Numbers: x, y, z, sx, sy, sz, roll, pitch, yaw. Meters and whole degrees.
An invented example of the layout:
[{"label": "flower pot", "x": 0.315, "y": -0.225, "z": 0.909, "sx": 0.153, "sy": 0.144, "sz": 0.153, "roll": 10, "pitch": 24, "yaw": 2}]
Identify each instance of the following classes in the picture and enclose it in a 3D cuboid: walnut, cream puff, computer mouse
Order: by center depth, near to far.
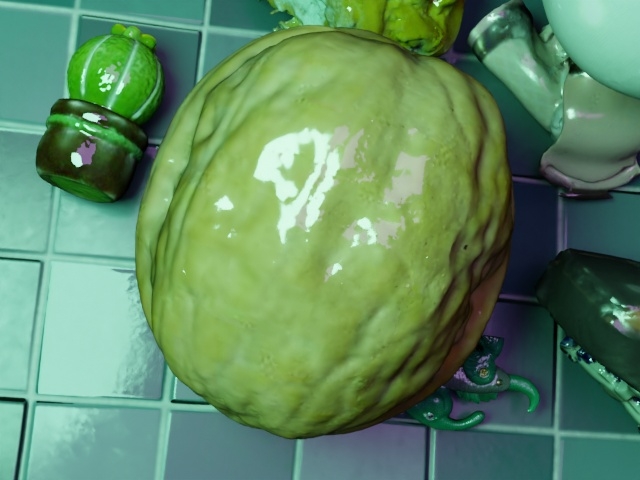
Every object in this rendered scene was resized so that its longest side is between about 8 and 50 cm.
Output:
[{"label": "walnut", "x": 0.003, "y": 0.001, "z": 0.750, "sx": 0.306, "sy": 0.306, "sz": 0.344, "roll": 28, "pitch": 103, "yaw": -2}, {"label": "computer mouse", "x": 0.350, "y": 0.101, "z": 0.838, "sx": 0.323, "sy": 0.183, "sz": 0.116, "roll": 35, "pitch": 102, "yaw": -1}, {"label": "cream puff", "x": 0.045, "y": -0.259, "z": 0.868, "sx": 0.195, "sy": 0.195, "sz": 0.221, "roll": -34, "pitch": 91, "yaw": -11}]

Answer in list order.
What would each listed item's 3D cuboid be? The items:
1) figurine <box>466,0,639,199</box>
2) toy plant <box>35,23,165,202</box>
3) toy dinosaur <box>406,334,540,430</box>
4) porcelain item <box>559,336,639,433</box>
[{"label": "figurine", "x": 0.302, "y": -0.197, "z": 0.799, "sx": 0.253, "sy": 0.361, "sz": 0.211, "roll": -11, "pitch": 71, "yaw": -13}, {"label": "toy plant", "x": -0.197, "y": -0.121, "z": 0.852, "sx": 0.093, "sy": 0.093, "sz": 0.162, "roll": 17, "pitch": 76, "yaw": -4}, {"label": "toy dinosaur", "x": 0.142, "y": 0.135, "z": 0.873, "sx": 0.132, "sy": 0.059, "sz": 0.096, "roll": 10, "pitch": 88, "yaw": 3}, {"label": "porcelain item", "x": 0.288, "y": 0.141, "z": 0.875, "sx": 0.021, "sy": 0.075, "sz": 0.136, "roll": -44, "pitch": 89, "yaw": -9}]
